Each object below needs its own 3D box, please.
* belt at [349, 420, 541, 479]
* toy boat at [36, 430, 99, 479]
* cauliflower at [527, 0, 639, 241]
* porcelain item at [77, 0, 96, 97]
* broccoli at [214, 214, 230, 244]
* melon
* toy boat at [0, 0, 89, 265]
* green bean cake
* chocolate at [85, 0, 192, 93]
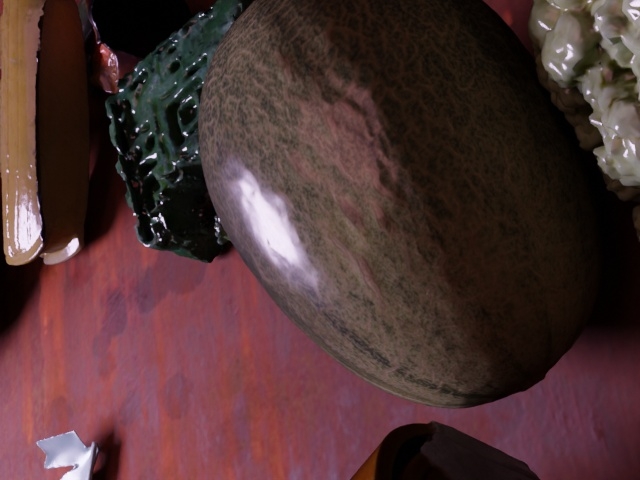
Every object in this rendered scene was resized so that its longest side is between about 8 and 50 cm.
[{"bbox_3d":[0.108,0.268,0.603,0.122,0.217,0.338,-50,54,25],"label":"belt"},{"bbox_3d":[-0.250,0.342,0.988,0.210,0.070,0.291,24,90,41],"label":"toy boat"},{"bbox_3d":[0.246,-0.141,0.581,0.281,0.260,0.326,-13,90,42],"label":"cauliflower"},{"bbox_3d":[-0.237,-0.268,1.165,0.215,0.069,0.081,-53,46,16],"label":"porcelain item"},{"bbox_3d":[-0.002,0.002,0.872,0.204,0.122,0.118,52,127,23],"label":"broccoli"},{"bbox_3d":[0.053,-0.041,0.719,0.248,0.249,0.329,-39,69,26],"label":"melon"},{"bbox_3d":[-0.307,-0.131,1.114,0.121,0.089,0.321,3,97,40],"label":"toy boat"},{"bbox_3d":[-0.094,-0.107,0.968,0.208,0.107,0.193,-33,56,27],"label":"green bean cake"},{"bbox_3d":[-0.199,-0.212,1.081,0.124,0.127,0.133,-61,23,-6],"label":"chocolate"}]
